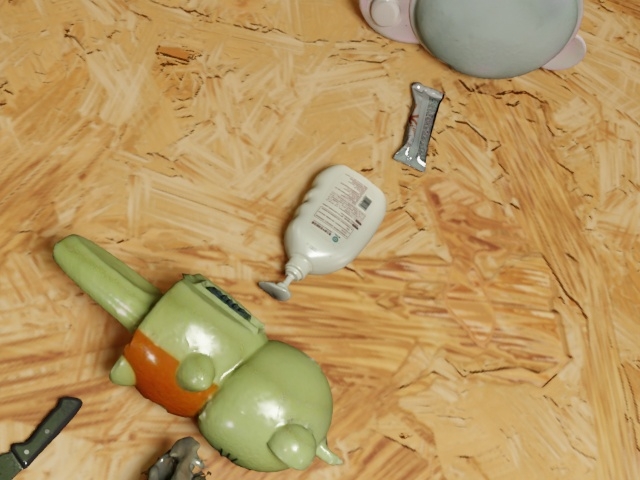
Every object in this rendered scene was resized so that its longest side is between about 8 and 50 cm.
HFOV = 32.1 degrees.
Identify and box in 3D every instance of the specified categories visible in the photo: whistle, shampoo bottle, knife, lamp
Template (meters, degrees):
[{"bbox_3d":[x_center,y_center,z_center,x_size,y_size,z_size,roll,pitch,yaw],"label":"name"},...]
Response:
[{"bbox_3d":[-0.098,0.093,0.896,0.288,0.131,0.106,36,98,4],"label":"whistle"},{"bbox_3d":[0.000,0.000,1.025,0.077,0.045,0.152,34,54,1],"label":"shampoo bottle"},{"bbox_3d":[-0.246,0.180,0.857,0.023,0.010,0.170,38,58,6],"label":"knife"},{"bbox_3d":[0.157,-0.240,1.149,0.246,0.179,0.108,8,52,9],"label":"lamp"}]

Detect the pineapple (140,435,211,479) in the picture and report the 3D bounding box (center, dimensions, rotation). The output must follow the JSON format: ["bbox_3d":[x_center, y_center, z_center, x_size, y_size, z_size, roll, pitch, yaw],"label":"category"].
[{"bbox_3d":[-0.158,0.279,0.749,0.175,0.175,0.361,31,47,1],"label":"pineapple"}]

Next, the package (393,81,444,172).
[{"bbox_3d":[0.102,-0.118,1.148,0.037,0.015,0.110,20,55,-5],"label":"package"}]
